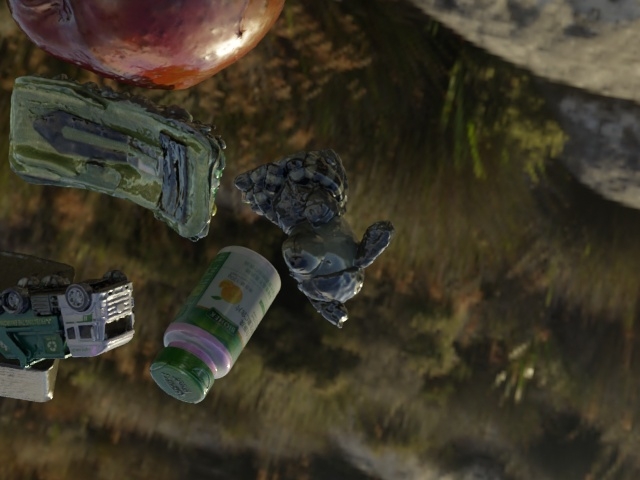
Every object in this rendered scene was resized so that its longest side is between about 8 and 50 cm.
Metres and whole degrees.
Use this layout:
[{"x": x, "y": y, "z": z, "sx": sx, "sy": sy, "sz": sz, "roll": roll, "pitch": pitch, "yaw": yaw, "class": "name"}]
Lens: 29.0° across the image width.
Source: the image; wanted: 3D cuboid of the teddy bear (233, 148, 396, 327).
[{"x": 0.004, "y": -0.018, "z": 1.698, "sx": 0.171, "sy": 0.251, "sz": 0.144, "roll": -34, "pitch": 165, "yaw": 24, "class": "teddy bear"}]

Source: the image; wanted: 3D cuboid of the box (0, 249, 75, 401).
[{"x": -0.515, "y": 0.117, "z": 1.839, "sx": 0.273, "sy": 0.184, "sz": 0.143, "roll": 10, "pitch": 153, "yaw": -8, "class": "box"}]

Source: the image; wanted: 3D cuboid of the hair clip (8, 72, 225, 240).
[{"x": -0.209, "y": -0.101, "z": 1.331, "sx": 0.321, "sy": 0.138, "sz": 0.091, "roll": 20, "pitch": -157, "yaw": 34, "class": "hair clip"}]

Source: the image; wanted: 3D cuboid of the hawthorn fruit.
[{"x": -0.185, "y": -0.248, "z": 1.142, "sx": 0.254, "sy": 0.300, "sz": 0.254, "roll": 15, "pitch": 120, "yaw": 29, "class": "hawthorn fruit"}]

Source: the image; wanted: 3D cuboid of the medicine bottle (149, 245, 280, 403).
[{"x": -0.185, "y": 0.147, "z": 2.151, "sx": 0.133, "sy": 0.274, "sz": 0.133, "roll": 21, "pitch": 145, "yaw": 16, "class": "medicine bottle"}]

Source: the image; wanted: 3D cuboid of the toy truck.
[{"x": -0.350, "y": 0.107, "z": 1.644, "sx": 0.215, "sy": 0.116, "sz": 0.110, "roll": -4, "pitch": -171, "yaw": 25, "class": "toy truck"}]
